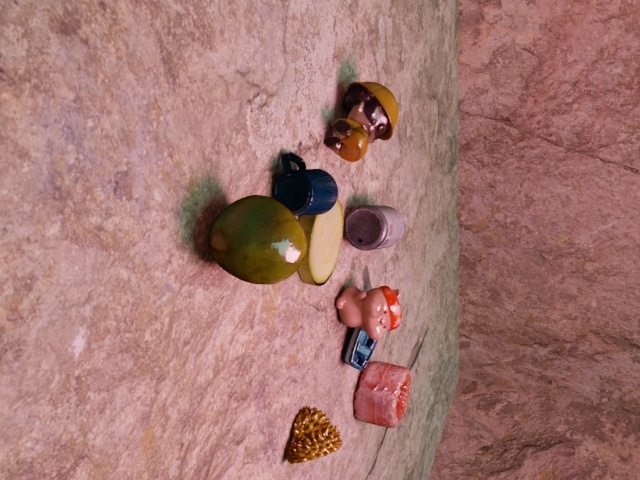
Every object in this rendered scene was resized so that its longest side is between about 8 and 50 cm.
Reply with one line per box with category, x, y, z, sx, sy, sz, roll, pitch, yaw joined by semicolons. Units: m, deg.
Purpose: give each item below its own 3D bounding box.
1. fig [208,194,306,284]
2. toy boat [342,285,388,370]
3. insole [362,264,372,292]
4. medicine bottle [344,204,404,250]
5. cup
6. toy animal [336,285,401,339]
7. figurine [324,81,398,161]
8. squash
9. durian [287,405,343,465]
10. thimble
fig;-0.130;0.001;1.227;0.191;0.181;0.181;-3;100;-49
toy boat;0.157;0.283;2.084;0.096;0.061;0.299;38;67;-34
insole;0.171;0.183;2.227;0.080;0.003;0.232;-57;146;-46
medicine bottle;0.188;-0.043;2.018;0.293;0.141;0.141;-6;102;-66
cup;-0.050;-0.126;1.500;0.113;0.150;0.138;-53;164;20
toy animal;0.159;0.218;1.957;0.171;0.197;0.171;3;90;-69
figurine;0.124;-0.329;1.751;0.192;0.167;0.257;88;23;-56
squash;0.000;0.000;1.714;0.252;0.048;0.252;8;90;-70
durian;-0.018;0.559;1.766;0.182;0.165;0.132;23;107;-44
thimble;0.228;0.561;2.283;0.239;0.162;0.239;11;90;-68
